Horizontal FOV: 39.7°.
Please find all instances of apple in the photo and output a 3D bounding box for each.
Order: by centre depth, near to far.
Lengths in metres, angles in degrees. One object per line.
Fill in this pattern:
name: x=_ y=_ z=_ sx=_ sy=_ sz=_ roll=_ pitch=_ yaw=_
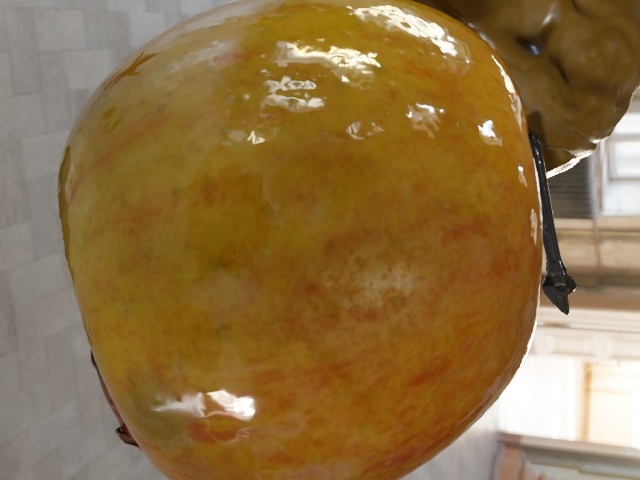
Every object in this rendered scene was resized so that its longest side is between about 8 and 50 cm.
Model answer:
apple: x=0.000 y=0.000 z=0.535 sx=0.299 sy=0.275 sz=0.299 roll=166 pitch=-90 yaw=-86

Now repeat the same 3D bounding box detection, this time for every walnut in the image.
walnut: x=0.156 y=-0.219 z=0.905 sx=0.397 sy=0.354 sz=0.308 roll=25 pitch=38 yaw=-28

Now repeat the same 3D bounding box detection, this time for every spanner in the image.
spanner: x=0.214 y=-0.011 z=0.842 sx=0.012 sy=0.046 sz=0.209 roll=-31 pitch=122 yaw=-16

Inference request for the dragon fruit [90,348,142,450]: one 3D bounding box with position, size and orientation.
dragon fruit: x=-0.231 y=0.176 z=1.364 sx=0.250 sy=0.250 sz=0.315 roll=51 pitch=23 yaw=-59
